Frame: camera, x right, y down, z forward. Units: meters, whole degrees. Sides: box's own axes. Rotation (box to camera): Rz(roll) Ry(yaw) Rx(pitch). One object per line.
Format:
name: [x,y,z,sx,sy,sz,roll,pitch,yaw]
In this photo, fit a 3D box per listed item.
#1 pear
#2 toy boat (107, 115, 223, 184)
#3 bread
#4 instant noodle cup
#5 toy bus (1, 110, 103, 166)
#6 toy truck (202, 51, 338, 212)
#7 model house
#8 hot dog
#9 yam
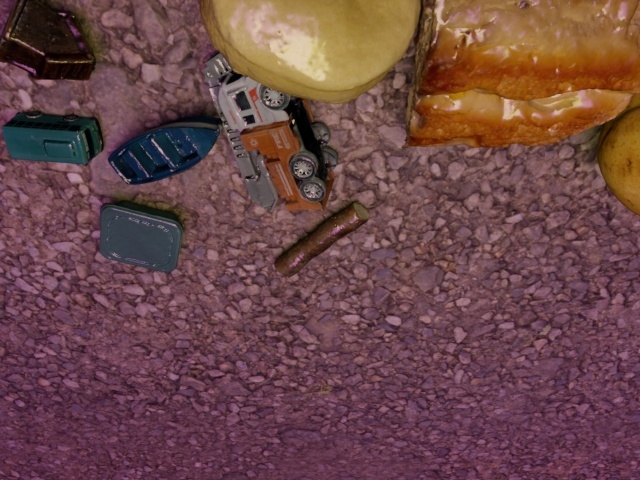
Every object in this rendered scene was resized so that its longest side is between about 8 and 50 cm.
pear: [0.650,-0.170,0.870,0.315,0.314,0.314,0,126,1]
toy boat: [-0.291,-0.180,0.963,0.299,0.061,0.096,-11,124,34]
bread: [-0.015,-0.361,0.742,0.321,0.237,0.320,-1,100,-8]
instant noodle cup: [-0.403,-0.016,1.134,0.179,0.070,0.157,14,126,-10]
toy bus: [-0.527,-0.200,0.989,0.160,0.091,0.079,4,127,-2]
toy truck: [-0.098,-0.212,0.954,0.185,0.133,0.338,-7,129,21]
model house: [-0.485,-0.343,0.895,0.152,0.106,0.165,27,158,-31]
hot dog: [0.330,-0.290,0.804,0.366,0.196,0.367,2,160,2]
yam: [0.000,0.000,1.145,0.253,0.061,0.061,-36,118,23]
